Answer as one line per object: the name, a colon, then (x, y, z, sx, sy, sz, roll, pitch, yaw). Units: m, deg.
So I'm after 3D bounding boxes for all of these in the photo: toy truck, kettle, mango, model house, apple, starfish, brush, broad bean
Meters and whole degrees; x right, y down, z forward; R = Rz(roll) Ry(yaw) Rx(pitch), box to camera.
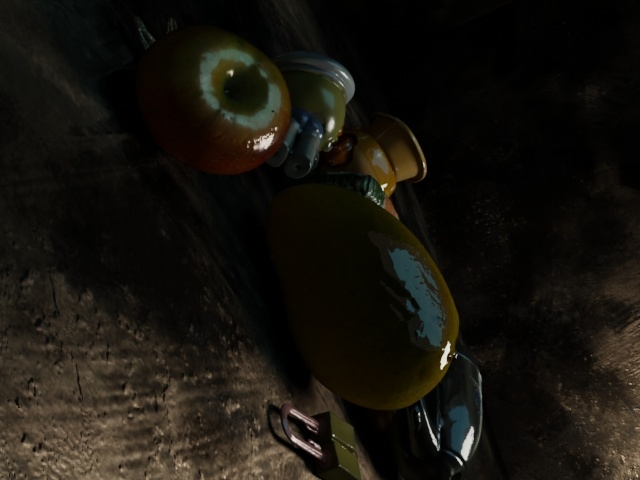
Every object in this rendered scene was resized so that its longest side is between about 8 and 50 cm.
toy truck: (0.105, -0.188, 1.808, 0.204, 0.211, 0.288, 63, -16, -17)
kettle: (0.236, 0.367, 1.589, 0.324, 0.228, 0.321, -78, 155, -56)
mango: (0.059, 0.092, 1.310, 0.445, 0.301, 0.220, 51, -15, 4)
model house: (0.047, 0.029, 1.588, 0.271, 0.190, 0.301, 49, 44, -63)
apple: (-0.161, -0.200, 1.070, 0.235, 0.173, 0.210, 44, 57, -25)
starfish: (-0.231, -0.270, 1.187, 0.240, 0.043, 0.227, 54, 22, -47)
brush: (-0.003, 0.319, 1.178, 0.233, 0.047, 0.103, 49, 24, -50)
broad bean: (0.111, 0.314, 1.511, 0.114, 0.084, 0.165, -70, 143, -72)

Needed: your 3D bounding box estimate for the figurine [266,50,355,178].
figurine: (-0.020, -0.259, 1.530, 0.224, 0.205, 0.382, 19, 35, -23)
